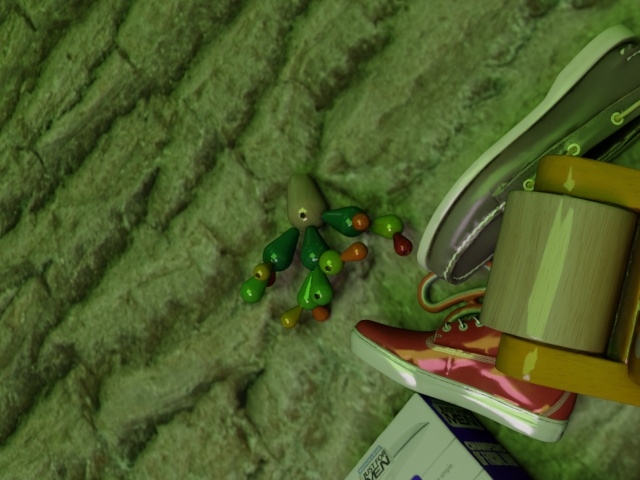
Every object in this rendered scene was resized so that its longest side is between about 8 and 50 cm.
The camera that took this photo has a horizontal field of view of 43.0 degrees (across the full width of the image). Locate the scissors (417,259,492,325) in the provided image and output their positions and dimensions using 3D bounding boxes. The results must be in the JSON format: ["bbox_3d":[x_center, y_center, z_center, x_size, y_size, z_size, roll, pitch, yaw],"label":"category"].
[{"bbox_3d":[0.245,0.042,0.874,0.297,0.021,0.109,-23,75,26],"label":"scissors"}]

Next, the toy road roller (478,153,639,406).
[{"bbox_3d":[0.316,0.050,0.672,0.330,0.240,0.202,12,91,3],"label":"toy road roller"}]

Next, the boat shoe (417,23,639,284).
[{"bbox_3d":[0.235,-0.069,0.840,0.324,0.117,0.096,-48,63,10],"label":"boat shoe"}]

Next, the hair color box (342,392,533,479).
[{"bbox_3d":[0.166,0.335,0.803,0.185,0.110,0.339,-53,53,14],"label":"hair color box"}]

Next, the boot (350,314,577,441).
[{"bbox_3d":[0.163,0.085,0.858,0.244,0.088,0.176,18,98,15],"label":"boot"}]

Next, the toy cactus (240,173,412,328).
[{"bbox_3d":[0.000,0.000,0.982,0.219,0.112,0.180,-31,53,25],"label":"toy cactus"}]
